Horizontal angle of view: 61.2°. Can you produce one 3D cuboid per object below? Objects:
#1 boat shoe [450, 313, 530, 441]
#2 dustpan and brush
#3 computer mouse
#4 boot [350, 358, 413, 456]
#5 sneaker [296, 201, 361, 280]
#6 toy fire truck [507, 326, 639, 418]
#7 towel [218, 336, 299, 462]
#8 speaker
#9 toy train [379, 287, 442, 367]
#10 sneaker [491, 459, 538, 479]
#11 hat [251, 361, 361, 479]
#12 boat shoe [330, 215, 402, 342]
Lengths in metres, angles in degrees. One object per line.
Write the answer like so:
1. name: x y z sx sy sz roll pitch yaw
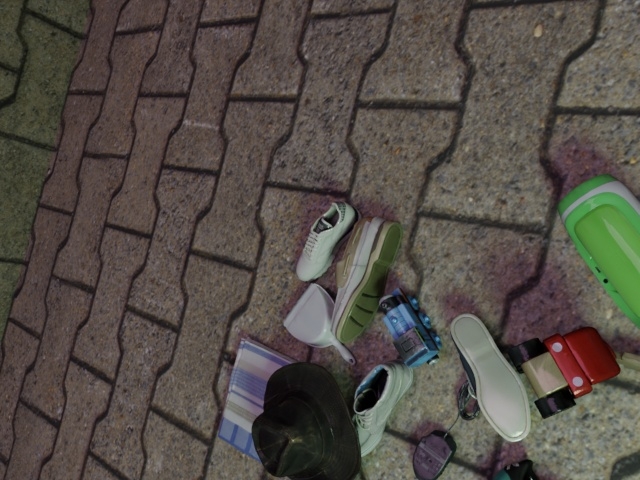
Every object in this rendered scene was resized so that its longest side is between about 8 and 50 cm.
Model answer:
1. boat shoe: 0.329 0.267 1.062 0.095 0.079 0.255 -29 59 4
2. dustpan and brush: 0.012 0.226 1.329 0.147 0.060 0.211 -54 49 16
3. computer mouse: 0.268 0.393 1.120 0.071 0.041 0.242 34 94 34
4. boot: 0.100 0.370 1.185 0.095 0.123 0.258 34 101 35
5. sneaker: 0.000 0.000 1.353 0.090 0.094 0.235 43 107 32
6. toy fire truck: 0.470 0.215 0.909 0.246 0.217 0.159 -29 64 12
7. towel: -0.163 0.419 1.422 0.209 0.034 0.285 15 91 35
8. speaker: 0.544 0.031 0.936 0.131 0.131 0.297 -38 61 24
9. toy train: 0.190 0.187 1.169 0.080 0.105 0.184 -41 60 22
10. sneaker: 0.421 0.524 0.933 0.302 0.108 0.121 48 113 34
11. hat: -0.070 0.436 1.216 0.331 0.133 0.332 6 98 47
12. boat shoe: 0.089 0.088 1.268 0.103 0.113 0.303 20 82 38
